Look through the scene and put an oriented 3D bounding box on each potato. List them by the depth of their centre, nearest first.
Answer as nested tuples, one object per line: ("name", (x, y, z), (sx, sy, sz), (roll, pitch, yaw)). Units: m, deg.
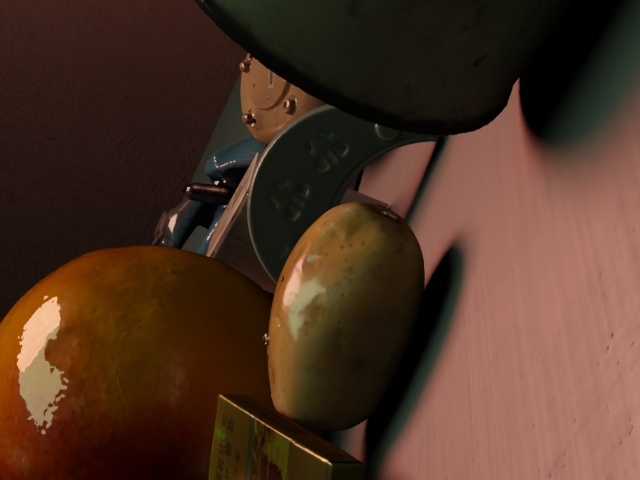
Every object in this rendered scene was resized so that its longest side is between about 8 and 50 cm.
("potato", (0.016, 0.060, 1.188), (0.118, 0.109, 0.178), (29, 105, 58))

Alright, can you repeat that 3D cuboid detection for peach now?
("peach", (-0.164, 0.146, 1.396), (0.289, 0.289, 0.308), (-62, -7, 34))

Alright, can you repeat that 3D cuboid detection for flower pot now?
("flower pot", (0.085, -0.286, 1.064), (0.330, 0.294, 0.293), (-56, 15, 33))

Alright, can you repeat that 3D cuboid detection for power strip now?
("power strip", (0.012, -0.048, 1.371), (0.044, 0.137, 0.216), (-39, -29, -80))

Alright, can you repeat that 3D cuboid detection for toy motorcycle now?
("toy motorcycle", (-0.123, 0.037, 1.804), (0.416, 0.172, 0.232), (-62, 1, -15))

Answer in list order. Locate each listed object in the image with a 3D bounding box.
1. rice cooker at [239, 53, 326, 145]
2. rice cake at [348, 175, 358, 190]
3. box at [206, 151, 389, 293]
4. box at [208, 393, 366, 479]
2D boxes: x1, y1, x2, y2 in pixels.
("rice cooker", (0.001, -0.157, 1.592), (0.206, 0.127, 0.145), (-23, 69, 62))
("rice cake", (0.000, 0.000, 1.599), (0.034, 0.043, 0.211), (115, 172, -50))
("box", (-0.024, -0.003, 1.475), (0.130, 0.129, 0.051), (124, 164, -51))
("box", (-0.030, 0.189, 1.132), (0.193, 0.030, 0.121), (19, 103, 63))
